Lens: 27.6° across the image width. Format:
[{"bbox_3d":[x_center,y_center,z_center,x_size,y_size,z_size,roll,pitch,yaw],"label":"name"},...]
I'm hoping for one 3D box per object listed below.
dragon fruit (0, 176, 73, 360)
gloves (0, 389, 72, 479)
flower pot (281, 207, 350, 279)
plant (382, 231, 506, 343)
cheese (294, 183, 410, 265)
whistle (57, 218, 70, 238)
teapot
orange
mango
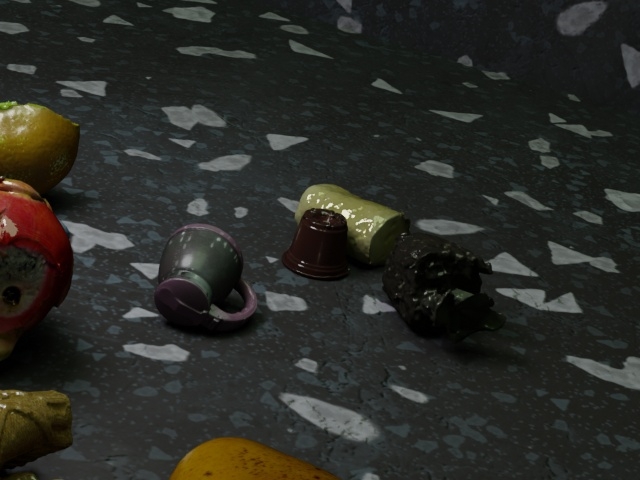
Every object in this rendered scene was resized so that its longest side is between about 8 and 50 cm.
[{"bbox_3d":[-0.419,0.025,1.631,0.224,0.224,0.227,2,8,-23],"label":"dragon fruit"},{"bbox_3d":[-0.375,0.225,1.268,0.203,0.155,0.356,28,24,24],"label":"gloves"},{"bbox_3d":[0.000,0.000,2.061,0.111,0.089,0.111,10,23,-4],"label":"flower pot"},{"bbox_3d":[0.177,0.072,1.928,0.142,0.131,0.203,0,27,-34],"label":"plant"},{"bbox_3d":[0.053,-0.030,2.153,0.167,0.094,0.123,27,29,33],"label":"cheese"},{"bbox_3d":[-0.490,0.005,1.843,0.062,0.062,0.304,28,27,34],"label":"whistle"},{"bbox_3d":[-0.171,0.067,1.835,0.116,0.148,0.146,-18,26,24],"label":"teapot"},{"bbox_3d":[-0.507,-0.148,2.039,0.237,0.179,0.158,19,55,-2],"label":"orange"},{"bbox_3d":[-0.059,0.290,1.279,0.191,0.160,0.290,-13,28,-30],"label":"mango"}]
